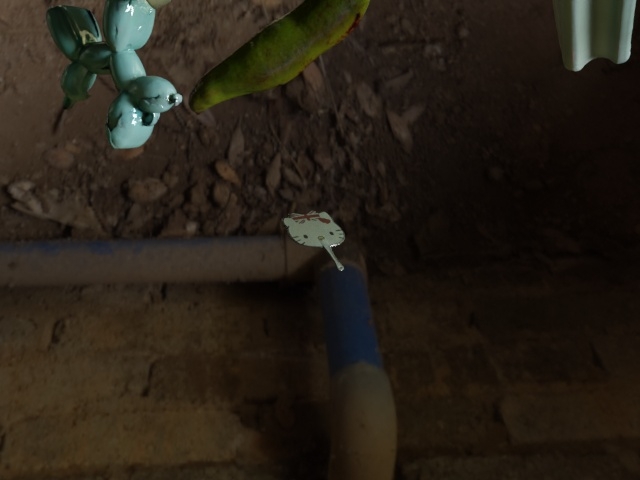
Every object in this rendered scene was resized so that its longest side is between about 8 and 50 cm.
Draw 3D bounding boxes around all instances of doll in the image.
[{"bbox_3d":[-0.208,-0.174,0.942,0.160,0.059,0.158,4,101,30],"label":"doll"}]

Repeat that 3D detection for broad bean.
[{"bbox_3d":[-0.031,-0.261,1.189,0.339,0.061,0.077,-36,125,10],"label":"broad bean"}]

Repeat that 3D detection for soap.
[{"bbox_3d":[0.237,-0.241,0.813,0.067,0.198,0.119,-10,76,14],"label":"soap"}]

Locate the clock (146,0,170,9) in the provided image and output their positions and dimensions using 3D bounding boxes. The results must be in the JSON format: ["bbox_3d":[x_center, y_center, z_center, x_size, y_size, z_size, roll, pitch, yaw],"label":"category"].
[{"bbox_3d":[-0.198,-0.319,0.827,0.029,0.235,0.235,-29,118,1],"label":"clock"}]

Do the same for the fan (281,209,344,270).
[{"bbox_3d":[0.000,0.000,0.836,0.056,0.083,0.004,-7,134,-27],"label":"fan"}]
